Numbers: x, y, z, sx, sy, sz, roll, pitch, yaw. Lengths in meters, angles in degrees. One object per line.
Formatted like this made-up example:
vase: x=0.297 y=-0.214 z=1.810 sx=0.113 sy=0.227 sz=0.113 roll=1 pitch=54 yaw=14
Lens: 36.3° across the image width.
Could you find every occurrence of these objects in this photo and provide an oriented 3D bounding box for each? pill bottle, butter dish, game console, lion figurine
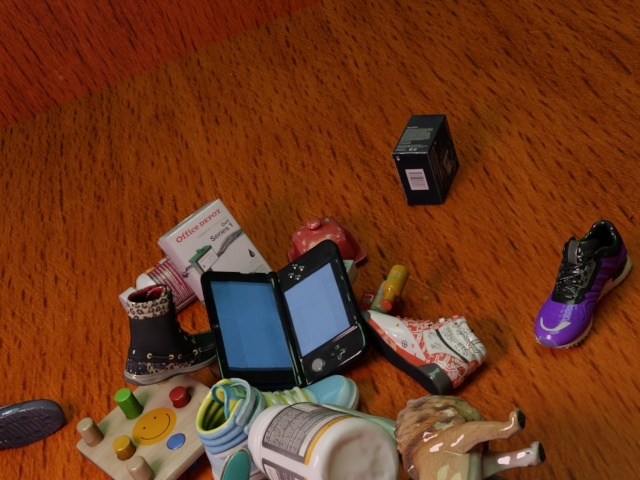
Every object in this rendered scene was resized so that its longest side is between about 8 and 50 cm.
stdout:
pill bottle: x=-0.005 y=0.355 z=1.619 sx=0.162 sy=0.162 sz=0.278 roll=-40 pitch=18 yaw=-22
pill bottle: x=-0.349 y=0.104 z=2.269 sx=0.221 sy=0.121 sz=0.121 roll=-36 pitch=38 yaw=-19
butter dish: x=0.000 y=0.000 z=2.218 sx=0.160 sy=0.118 sz=0.160 roll=-27 pitch=36 yaw=-4
game console: x=-0.075 y=0.140 z=1.952 sx=0.250 sy=0.173 sz=0.293 roll=-35 pitch=50 yaw=21
lion figurine: x=0.191 y=0.376 z=1.401 sx=0.240 sy=0.142 sz=0.392 roll=-17 pitch=35 yaw=31

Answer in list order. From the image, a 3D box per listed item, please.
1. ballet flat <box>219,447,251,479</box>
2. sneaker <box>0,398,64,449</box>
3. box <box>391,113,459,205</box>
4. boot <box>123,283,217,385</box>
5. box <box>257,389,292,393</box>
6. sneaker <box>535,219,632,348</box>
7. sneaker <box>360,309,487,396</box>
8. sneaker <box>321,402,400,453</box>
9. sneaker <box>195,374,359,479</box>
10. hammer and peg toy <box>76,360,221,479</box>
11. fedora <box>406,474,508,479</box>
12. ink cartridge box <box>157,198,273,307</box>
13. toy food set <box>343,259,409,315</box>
ballet flat: x=-0.157 y=0.436 z=1.719 sx=0.057 sy=0.168 sz=0.052 roll=1 pitch=14 yaw=-23
sneaker: x=-0.704 y=0.385 z=2.108 sx=0.319 sy=0.112 sz=0.131 roll=-18 pitch=39 yaw=5
box: x=0.250 y=-0.191 z=2.296 sx=0.093 sy=0.156 sz=0.158 roll=0 pitch=41 yaw=27
boot: x=-0.281 y=0.169 z=1.905 sx=0.085 sy=0.178 sz=0.236 roll=20 pitch=26 yaw=41
box: x=-0.104 y=0.254 z=1.966 sx=0.116 sy=0.029 sz=0.162 roll=26 pitch=39 yaw=-10
sneaker: x=0.484 y=0.069 z=1.847 sx=0.102 sy=0.146 sz=0.293 roll=14 pitch=49 yaw=40
sneaker: x=0.202 y=0.188 z=1.898 sx=0.145 sy=0.090 sz=0.270 roll=-34 pitch=41 yaw=-17
sneaker: x=0.093 y=0.364 z=1.753 sx=0.212 sy=0.080 sz=0.094 roll=14 pitch=87 yaw=17
sneaker: x=-0.084 y=0.307 z=1.793 sx=0.319 sy=0.208 sz=0.127 roll=-33 pitch=35 yaw=-14
hammer and peg toy: x=-0.279 y=0.338 z=1.927 sx=0.361 sy=0.127 sz=0.266 roll=-42 pitch=40 yaw=-24
fedora: x=0.201 y=0.477 z=1.496 sx=0.275 sy=0.124 sz=0.243 roll=-7 pitch=37 yaw=30
ink cartridge box: x=-0.236 y=0.039 z=2.200 sx=0.160 sy=0.219 sz=0.092 roll=-40 pitch=9 yaw=-21
toy food set: x=0.071 y=0.117 z=2.036 sx=0.232 sy=0.111 sz=0.104 roll=2 pitch=42 yaw=26
